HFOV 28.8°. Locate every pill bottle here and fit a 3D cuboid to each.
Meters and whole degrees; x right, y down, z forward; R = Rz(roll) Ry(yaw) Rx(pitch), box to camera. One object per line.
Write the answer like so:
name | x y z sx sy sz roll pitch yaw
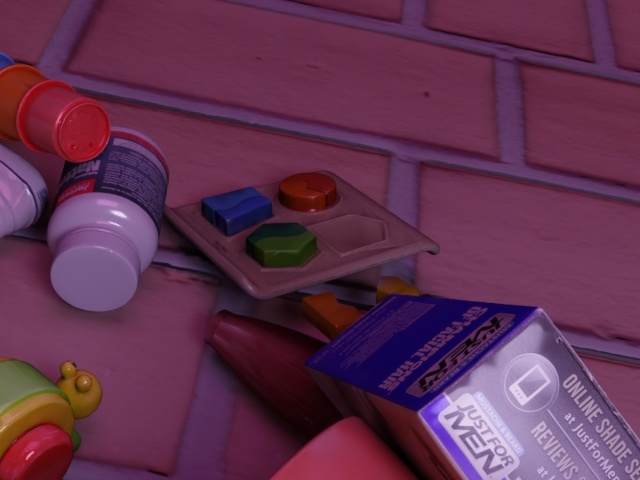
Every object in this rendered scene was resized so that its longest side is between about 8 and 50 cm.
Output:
pill bottle | -0.208 -0.020 1.214 0.108 0.108 0.180 7 38 -6

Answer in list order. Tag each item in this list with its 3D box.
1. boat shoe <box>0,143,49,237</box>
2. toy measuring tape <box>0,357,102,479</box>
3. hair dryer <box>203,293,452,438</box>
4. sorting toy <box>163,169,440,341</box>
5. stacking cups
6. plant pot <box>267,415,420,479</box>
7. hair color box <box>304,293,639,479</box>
boat shoe | -0.403 -0.080 1.256 0.267 0.096 0.088 33 38 12
toy measuring tape | -0.294 0.176 0.946 0.121 0.121 0.330 34 43 25
hair dryer | 0.036 0.119 1.160 0.294 0.080 0.223 11 23 -11
sorting toy | 0.000 0.000 1.241 0.229 0.041 0.307 -12 29 -29
stacking cups | -0.328 -0.155 1.278 0.096 0.096 0.316 -25 31 -37
plant pot | 0.030 0.293 0.795 0.243 0.275 0.275 38 44 14
hair color box | 0.110 0.142 0.892 0.110 0.339 0.185 -38 96 -12
